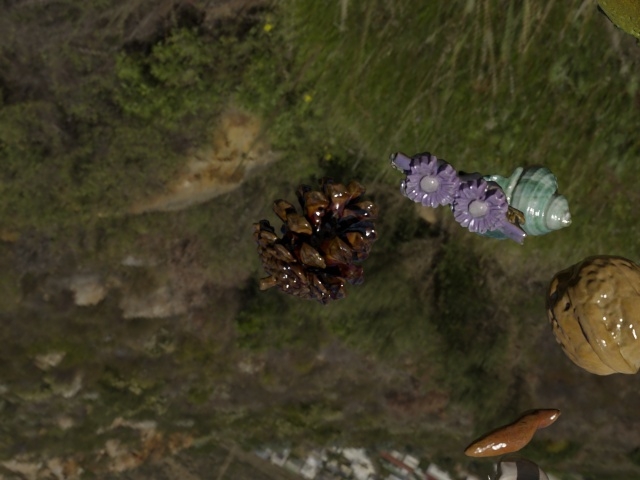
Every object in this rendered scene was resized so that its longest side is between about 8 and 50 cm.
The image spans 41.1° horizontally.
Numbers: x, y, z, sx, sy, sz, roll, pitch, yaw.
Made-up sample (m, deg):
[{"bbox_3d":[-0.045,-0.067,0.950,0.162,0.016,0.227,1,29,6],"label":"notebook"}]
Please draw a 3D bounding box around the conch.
[{"bbox_3d":[0.416,-0.087,1.846,0.277,0.195,0.220,27,173,30],"label":"conch"}]

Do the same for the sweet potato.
[{"bbox_3d":[0.367,0.370,1.627,0.058,0.202,0.055,65,165,11],"label":"sweet potato"}]

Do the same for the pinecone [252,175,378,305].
[{"bbox_3d":[0.000,0.000,1.718,0.244,0.309,0.244,32,156,16],"label":"pinecone"}]

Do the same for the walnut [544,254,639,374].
[{"bbox_3d":[0.596,0.158,1.781,0.257,0.257,0.224,39,131,-25],"label":"walnut"}]

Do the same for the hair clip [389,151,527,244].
[{"bbox_3d":[0.256,-0.087,1.573,0.292,0.084,0.106,27,124,3],"label":"hair clip"}]

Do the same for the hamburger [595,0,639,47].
[{"bbox_3d":[0.498,-0.362,1.178,0.192,0.168,0.288,45,162,-20],"label":"hamburger"}]

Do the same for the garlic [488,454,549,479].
[{"bbox_3d":[0.407,0.512,1.785,0.266,0.128,0.148,52,-167,-27],"label":"garlic"}]
